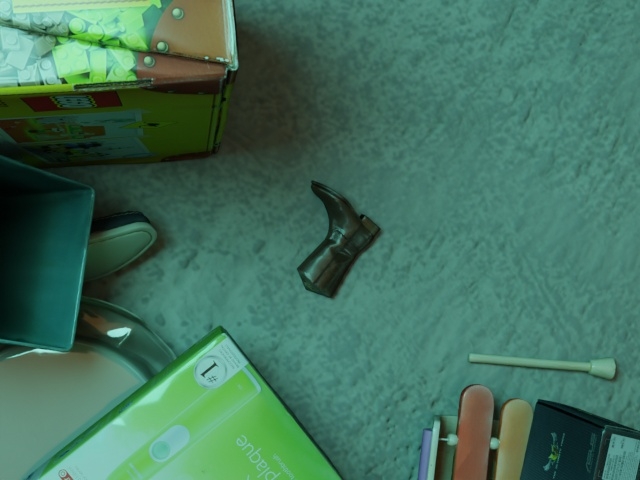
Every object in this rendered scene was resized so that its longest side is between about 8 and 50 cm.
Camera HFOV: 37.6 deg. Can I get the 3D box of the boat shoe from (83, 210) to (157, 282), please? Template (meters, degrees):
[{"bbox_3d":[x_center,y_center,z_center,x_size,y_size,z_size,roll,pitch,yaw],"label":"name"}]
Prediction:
[{"bbox_3d":[-0.310,0.015,1.054,0.254,0.095,0.079,-23,60,4],"label":"boat shoe"}]

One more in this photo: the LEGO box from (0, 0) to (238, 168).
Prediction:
[{"bbox_3d":[-0.276,-0.184,0.859,0.372,0.500,0.193,-5,89,-8],"label":"LEGO box"}]

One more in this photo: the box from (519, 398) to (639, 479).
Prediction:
[{"bbox_3d":[0.261,0.297,0.993,0.059,0.183,0.233,14,87,-7],"label":"box"}]

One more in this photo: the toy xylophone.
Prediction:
[{"bbox_3d":[0.264,0.255,1.130,0.322,0.081,0.236,0,88,-8],"label":"toy xylophone"}]

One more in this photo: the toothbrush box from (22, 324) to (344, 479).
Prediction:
[{"bbox_3d":[-0.147,0.254,0.953,0.283,0.122,0.206,-38,94,-6],"label":"toothbrush box"}]

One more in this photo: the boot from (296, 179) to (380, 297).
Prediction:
[{"bbox_3d":[0.000,0.000,1.128,0.106,0.037,0.114,39,88,-3],"label":"boot"}]

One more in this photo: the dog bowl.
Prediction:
[{"bbox_3d":[-0.289,0.231,1.045,0.348,0.102,0.349,0,89,-7],"label":"dog bowl"}]

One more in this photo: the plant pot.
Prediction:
[{"bbox_3d":[-0.372,0.014,0.916,0.234,0.165,0.166,-1,78,32],"label":"plant pot"}]
